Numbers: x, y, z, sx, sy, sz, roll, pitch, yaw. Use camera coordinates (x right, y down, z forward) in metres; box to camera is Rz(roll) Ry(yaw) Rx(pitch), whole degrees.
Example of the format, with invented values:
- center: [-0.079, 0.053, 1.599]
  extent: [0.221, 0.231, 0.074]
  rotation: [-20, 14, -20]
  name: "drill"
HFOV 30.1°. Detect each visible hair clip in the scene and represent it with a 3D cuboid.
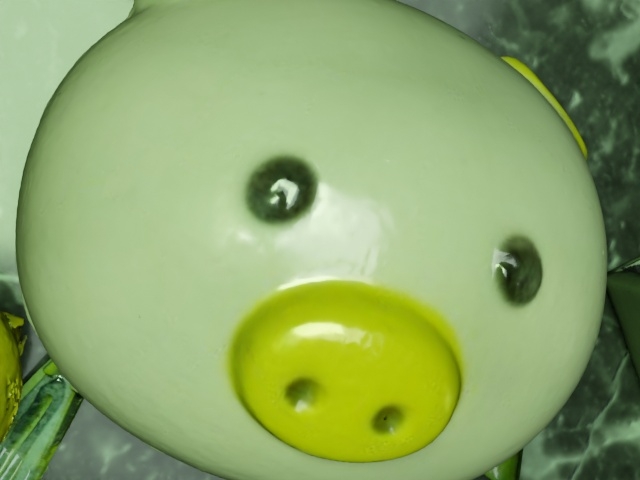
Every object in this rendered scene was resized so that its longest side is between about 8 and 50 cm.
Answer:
- center: [-0.228, 0.158, 0.864]
  extent: [0.060, 0.033, 0.188]
  rotation: [35, 89, -10]
  name: "hair clip"

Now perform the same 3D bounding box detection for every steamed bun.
- center: [-0.002, -0.001, 0.761]
  extent: [0.374, 0.334, 0.334]
  rotation: [17, 90, -18]
  name: "steamed bun"

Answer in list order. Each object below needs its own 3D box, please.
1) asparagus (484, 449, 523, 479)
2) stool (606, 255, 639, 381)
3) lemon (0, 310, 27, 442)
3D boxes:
- center: [0.145, 0.054, 0.922]
  extent: [0.067, 0.060, 0.277]
  rotation: [8, 92, -38]
  name: "asparagus"
- center: [0.393, 0.058, 0.876]
  extent: [0.270, 0.243, 0.170]
  rotation: [-26, 99, -9]
  name: "stool"
- center: [-0.286, 0.093, 0.779]
  extent: [0.206, 0.173, 0.173]
  rotation: [-26, 100, -32]
  name: "lemon"
